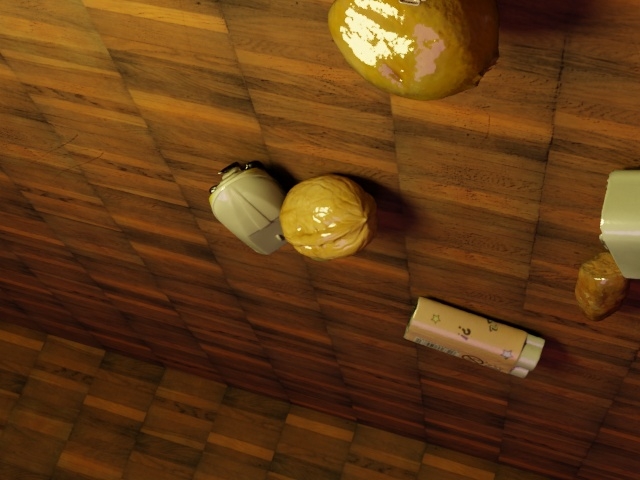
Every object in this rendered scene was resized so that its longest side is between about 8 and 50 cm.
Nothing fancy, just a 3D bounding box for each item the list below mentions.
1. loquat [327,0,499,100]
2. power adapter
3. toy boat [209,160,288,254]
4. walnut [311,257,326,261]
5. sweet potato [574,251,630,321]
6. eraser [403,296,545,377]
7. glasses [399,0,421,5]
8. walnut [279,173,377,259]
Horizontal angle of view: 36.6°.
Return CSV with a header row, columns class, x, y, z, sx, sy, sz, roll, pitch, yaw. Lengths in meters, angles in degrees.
class,x,y,z,sx,sy,sz,roll,pitch,yaw
loquat,0.109,-0.270,1.159,0.234,0.176,0.187,31,119,15
power adapter,0.563,-0.019,1.421,0.255,0.124,0.187,2,153,34
toy boat,-0.128,-0.074,1.861,0.141,0.141,0.269,6,154,30
walnut,0.000,0.000,1.969,0.092,0.092,0.092,17,157,7
sweet potato,0.512,0.090,1.762,0.097,0.097,0.251,14,161,14
eraser,0.342,0.220,2.185,0.290,0.087,0.171,19,160,4
glasses,0.056,-0.341,1.035,0.255,0.095,0.162,16,113,18
walnut,0.015,-0.043,1.772,0.207,0.159,0.159,1,152,48
